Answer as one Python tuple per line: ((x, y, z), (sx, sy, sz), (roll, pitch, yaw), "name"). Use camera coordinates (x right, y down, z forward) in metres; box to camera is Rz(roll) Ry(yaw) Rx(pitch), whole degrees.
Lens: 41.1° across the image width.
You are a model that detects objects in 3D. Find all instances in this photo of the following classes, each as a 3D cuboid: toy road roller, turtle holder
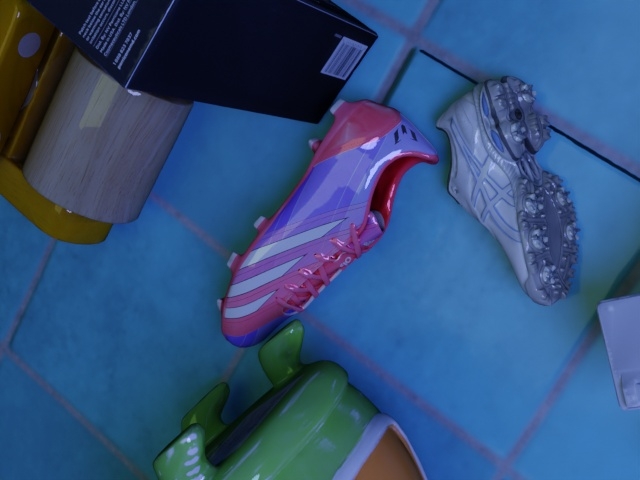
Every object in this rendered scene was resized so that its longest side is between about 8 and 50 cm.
((-0.304, -0.154, 0.768), (0.329, 0.240, 0.203), (36, 108, 22), "toy road roller")
((-0.054, 0.246, 0.660), (0.320, 0.243, 0.227), (-44, 90, 12), "turtle holder")

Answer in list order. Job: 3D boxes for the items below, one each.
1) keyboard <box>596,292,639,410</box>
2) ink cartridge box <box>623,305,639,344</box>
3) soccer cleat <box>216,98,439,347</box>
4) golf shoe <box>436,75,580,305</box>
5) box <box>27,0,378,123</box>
((0.286, 0.045, 0.482), (0.256, 0.014, 0.072), (-17, 74, 35), "keyboard")
((0.337, -0.001, 0.513), (0.189, 0.097, 0.255), (37, 108, 30), "ink cartridge box")
((0.000, 0.000, 0.710), (0.095, 0.083, 0.248), (37, 104, 21), "soccer cleat")
((0.140, -0.033, 0.656), (0.086, 0.069, 0.176), (-20, 79, 47), "golf shoe")
((-0.098, -0.188, 0.650), (0.184, 0.261, 0.103), (44, 110, 20), "box")
